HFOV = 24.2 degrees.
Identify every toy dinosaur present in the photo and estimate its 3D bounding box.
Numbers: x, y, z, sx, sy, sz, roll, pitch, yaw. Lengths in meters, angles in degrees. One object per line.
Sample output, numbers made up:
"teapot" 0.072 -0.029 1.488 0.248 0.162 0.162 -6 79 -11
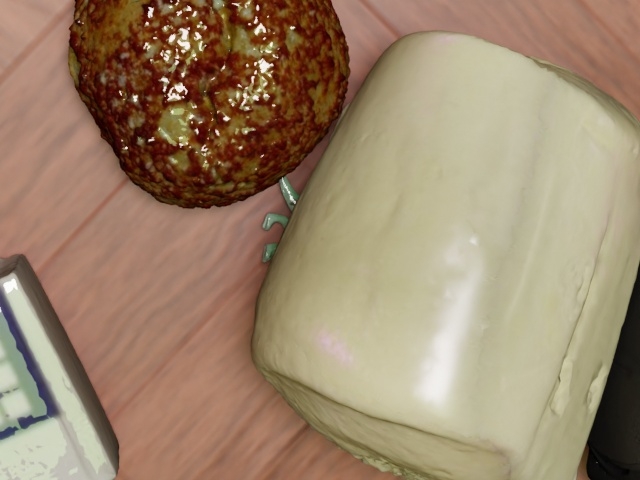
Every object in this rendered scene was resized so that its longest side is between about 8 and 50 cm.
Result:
"toy dinosaur" 0.000 0.000 0.804 0.062 0.021 0.083 10 102 -17

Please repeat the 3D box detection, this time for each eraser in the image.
"eraser" -0.253 0.120 0.757 0.279 0.081 0.124 -25 101 -3

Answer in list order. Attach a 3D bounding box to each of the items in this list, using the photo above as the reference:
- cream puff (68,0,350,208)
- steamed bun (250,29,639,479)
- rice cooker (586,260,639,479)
"cream puff" -0.056 -0.089 0.750 0.149 0.084 0.149 -1 97 -9
"steamed bun" 0.066 0.007 0.749 0.170 0.200 0.226 16 78 30
"rice cooker" 0.210 0.061 0.784 0.118 0.142 0.203 10 101 -21
